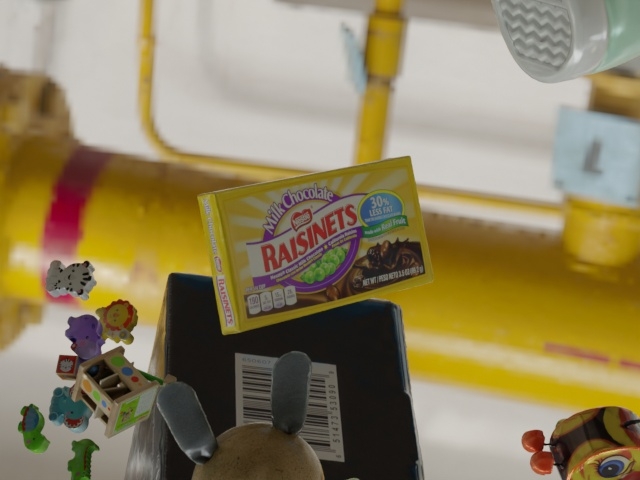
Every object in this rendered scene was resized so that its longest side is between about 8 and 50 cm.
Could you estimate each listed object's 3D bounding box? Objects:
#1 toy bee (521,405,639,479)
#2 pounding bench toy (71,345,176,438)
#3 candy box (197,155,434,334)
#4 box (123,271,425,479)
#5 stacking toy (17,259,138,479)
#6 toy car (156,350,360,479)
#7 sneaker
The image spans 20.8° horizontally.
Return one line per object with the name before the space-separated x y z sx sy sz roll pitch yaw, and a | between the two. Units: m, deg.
toy bee | 0.249 0.199 1.532 0.162 0.298 0.195 -2 -163 -11
pounding bench toy | -0.188 0.137 1.679 0.083 0.052 0.065 -24 -123 -39
candy box | 0.000 0.000 1.327 0.206 0.105 0.027 -13 -179 -42
box | -0.079 0.372 2.011 0.298 0.471 0.480 7 -146 -9
stacking toy | -0.257 0.144 1.875 0.052 0.221 0.167 3 159 15
toy car | -0.043 0.164 1.167 0.155 0.188 0.149 -16 -157 -8
sneaker | 0.144 -0.223 0.947 0.151 0.255 0.094 -19 -173 -34
